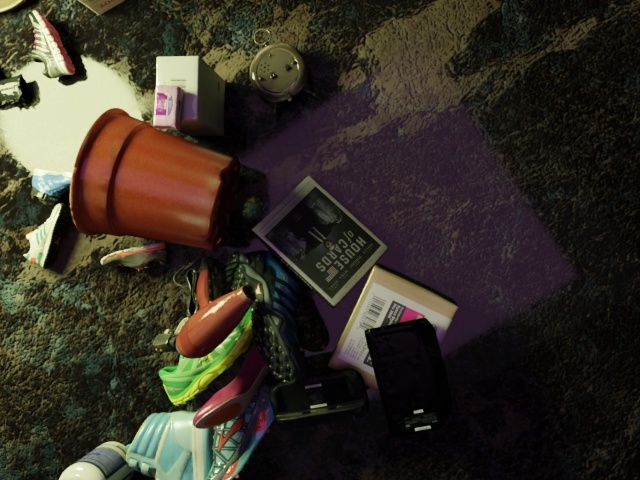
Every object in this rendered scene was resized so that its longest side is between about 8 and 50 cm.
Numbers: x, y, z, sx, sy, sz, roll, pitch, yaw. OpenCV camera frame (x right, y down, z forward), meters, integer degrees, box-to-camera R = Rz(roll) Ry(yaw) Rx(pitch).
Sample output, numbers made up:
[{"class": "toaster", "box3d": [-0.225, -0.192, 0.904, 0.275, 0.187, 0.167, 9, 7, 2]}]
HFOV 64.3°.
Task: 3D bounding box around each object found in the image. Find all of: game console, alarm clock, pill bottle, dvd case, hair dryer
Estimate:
[{"class": "game console", "box3d": [0.069, 0.290, 1.018, 0.361, 0.044, 0.213, -13, 90, 10]}, {"class": "alarm clock", "box3d": [-0.098, -0.381, 1.120, 0.129, 0.064, 0.192, -26, 83, 8]}, {"class": "pill bottle", "box3d": [-0.500, 0.527, 1.111, 0.112, 0.187, 0.112, 0, 89, 8]}, {"class": "dvd case", "box3d": [0.000, 0.000, 1.089, 0.239, 0.029, 0.179, 42, 74, 7]}, {"class": "hair dryer", "box3d": [-0.244, 0.127, 1.037, 0.294, 0.080, 0.223, -4, 68, 41]}]

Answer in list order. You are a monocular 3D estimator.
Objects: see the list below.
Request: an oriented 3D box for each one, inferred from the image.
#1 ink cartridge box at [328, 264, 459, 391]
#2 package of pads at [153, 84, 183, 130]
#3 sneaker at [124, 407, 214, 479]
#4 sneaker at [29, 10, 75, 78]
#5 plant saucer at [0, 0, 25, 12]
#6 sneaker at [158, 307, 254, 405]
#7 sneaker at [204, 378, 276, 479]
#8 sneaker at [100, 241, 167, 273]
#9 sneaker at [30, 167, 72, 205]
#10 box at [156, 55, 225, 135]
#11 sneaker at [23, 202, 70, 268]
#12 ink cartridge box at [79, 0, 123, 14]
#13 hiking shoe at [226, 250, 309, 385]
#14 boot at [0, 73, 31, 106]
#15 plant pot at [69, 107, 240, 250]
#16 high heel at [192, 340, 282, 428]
[{"class": "ink cartridge box", "box3d": [0.152, 0.195, 1.067, 0.193, 0.088, 0.234, 25, 93, 9]}, {"class": "package of pads", "box3d": [-0.295, -0.257, 0.989, 0.050, 0.032, 0.083, 5, 92, 6]}, {"class": "sneaker", "box3d": [-0.328, 0.528, 1.121, 0.208, 0.127, 0.319, -1, 80, 6]}, {"class": "sneaker", "box3d": [-0.649, -0.455, 1.197, 0.075, 0.063, 0.170, -27, 91, 1]}, {"class": "plant saucer", "box3d": [-0.779, -0.679, 1.229, 0.278, 0.041, 0.277, 0, 89, 9]}, {"class": "sneaker", "box3d": [-0.242, 0.234, 1.114, 0.295, 0.109, 0.123, -44, 84, 4]}, {"class": "sneaker", "box3d": [-0.186, 0.413, 1.082, 0.125, 0.104, 0.262, 33, 62, 7]}, {"class": "sneaker", "box3d": [-0.426, 0.049, 1.168, 0.158, 0.061, 0.064, -13, 94, 9]}, {"class": "sneaker", "box3d": [-0.609, -0.118, 1.192, 0.152, 0.058, 0.084, 8, 85, 12]}, {"class": "box", "box3d": [-0.273, -0.301, 1.088, 0.091, 0.170, 0.130, 1, 90, 7]}, {"class": "sneaker", "box3d": [-0.651, -0.018, 1.199, 0.075, 0.057, 0.161, 20, 96, 2]}, {"class": "ink cartridge box", "box3d": [-0.480, -0.617, 1.069, 0.197, 0.273, 0.114, -26, 90, 8]}, {"class": "hiking shoe", "box3d": [-0.079, 0.140, 1.041, 0.132, 0.113, 0.304, -14, 66, -31]}, {"class": "boot", "box3d": [-0.757, -0.380, 1.222, 0.099, 0.045, 0.121, -7, 96, 11]}, {"class": "plant pot", "box3d": [-0.320, -0.108, 1.062, 0.265, 0.272, 0.272, 15, 92, 0]}, {"class": "high heel", "box3d": [-0.175, 0.286, 1.062, 0.244, 0.082, 0.117, -31, 54, -27]}]
